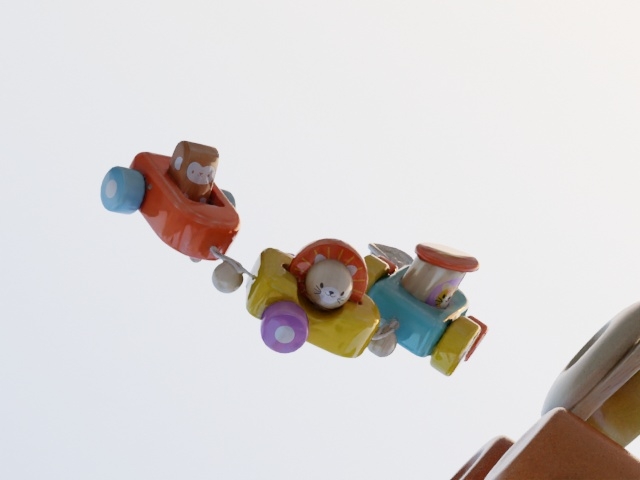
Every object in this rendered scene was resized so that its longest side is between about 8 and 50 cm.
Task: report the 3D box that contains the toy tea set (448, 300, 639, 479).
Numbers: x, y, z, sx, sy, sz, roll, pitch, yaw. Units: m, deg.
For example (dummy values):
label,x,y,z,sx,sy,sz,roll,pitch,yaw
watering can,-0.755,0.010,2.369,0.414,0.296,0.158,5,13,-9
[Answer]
label,x,y,z,sx,sy,sz,roll,pitch,yaw
toy tea set,0.108,0.171,0.930,0.124,0.200,0.336,43,-147,3

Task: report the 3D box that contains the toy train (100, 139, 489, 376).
label,x,y,z,sx,sy,sz,roll,pitch,yaw
toy train,0.000,0.000,0.801,0.166,0.046,0.125,13,-154,-36
